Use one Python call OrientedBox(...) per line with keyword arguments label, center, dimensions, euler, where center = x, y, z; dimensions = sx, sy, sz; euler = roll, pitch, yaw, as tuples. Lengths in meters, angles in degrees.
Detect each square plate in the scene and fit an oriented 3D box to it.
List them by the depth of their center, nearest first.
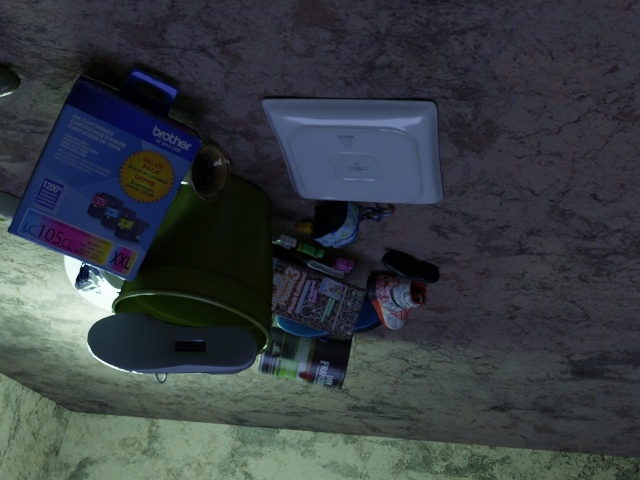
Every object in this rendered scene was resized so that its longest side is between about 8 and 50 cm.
OrientedBox(label="square plate", center=(0.076, -0.171, 1.597), dimensions=(0.348, 0.049, 0.344), euler=(3, 152, 13))

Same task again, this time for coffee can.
OrientedBox(label="coffee can", center=(-0.050, 0.356, 2.454), dimensions=(0.276, 0.201, 0.201), euler=(11, 152, 0))

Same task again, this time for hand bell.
OrientedBox(label="hand bell", center=(-0.336, -0.162, 1.737), dimensions=(0.242, 0.126, 0.126), euler=(7, 155, 35))

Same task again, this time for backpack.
OrientedBox(label="backpack", center=(0.045, -0.041, 1.789), dimensions=(0.084, 0.104, 0.114), euler=(30, 145, -33))

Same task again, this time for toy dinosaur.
OrientedBox(label="toy dinosaur", center=(0.135, -0.067, 1.801), dimensions=(0.082, 0.047, 0.090), euler=(-2, -176, 6))

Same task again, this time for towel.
OrientedBox(label="towel", center=(-0.009, 0.061, 2.015), dimensions=(0.113, 0.023, 0.152), euler=(23, -179, -23))

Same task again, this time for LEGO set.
OrientedBox(label="LEGO set", center=(0.000, 0.000, 1.894), dimensions=(0.227, 0.086, 0.093), euler=(22, 165, -20))

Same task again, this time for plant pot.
OrientedBox(label="plant pot", center=(-0.263, 0.045, 1.793), dimensions=(0.367, 0.352, 0.366), euler=(8, 153, 4))

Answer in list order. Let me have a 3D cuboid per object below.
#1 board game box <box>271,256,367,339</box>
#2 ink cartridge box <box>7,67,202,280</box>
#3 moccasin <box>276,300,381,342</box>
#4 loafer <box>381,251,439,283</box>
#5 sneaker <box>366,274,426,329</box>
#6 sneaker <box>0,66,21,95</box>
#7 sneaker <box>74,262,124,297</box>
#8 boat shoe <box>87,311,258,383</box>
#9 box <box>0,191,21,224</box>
OrientedBox(label="board game box", center=(-0.062, 0.143, 2.043), dimensions=(0.291, 0.141, 0.232), euler=(20, 175, -17))
OrientedBox(label="ink cartridge box", center=(-0.421, -0.154, 1.543), dimensions=(0.270, 0.395, 0.151), euler=(24, -173, -20))
OrientedBox(label="moccasin", center=(0.034, 0.249, 2.293), dimensions=(0.342, 0.137, 0.117), euler=(1, 165, 27))
OrientedBox(label="loafer", center=(0.228, 0.078, 1.994), dimensions=(0.170, 0.062, 0.061), euler=(24, 154, -20))
OrientedBox(label="sneaker", center=(0.237, 0.184, 2.150), dimensions=(0.145, 0.090, 0.270), euler=(0, 147, 25))
OrientedBox(label="sneaker", center=(-0.715, -0.343, 1.539), dimensions=(0.192, 0.064, 0.086), euler=(7, 157, 13))
OrientedBox(label="sneaker", center=(-0.668, 0.102, 2.281), dimensions=(0.182, 0.127, 0.315), euler=(3, 153, 9))
OrientedBox(label="boat shoe", center=(-0.322, 0.243, 1.688), dimensions=(0.368, 0.135, 0.156), euler=(2, 155, -4))
OrientedBox(label="box", center=(-0.825, -0.074, 2.077), dimensions=(0.324, 0.067, 0.063), euler=(19, 152, -17))
